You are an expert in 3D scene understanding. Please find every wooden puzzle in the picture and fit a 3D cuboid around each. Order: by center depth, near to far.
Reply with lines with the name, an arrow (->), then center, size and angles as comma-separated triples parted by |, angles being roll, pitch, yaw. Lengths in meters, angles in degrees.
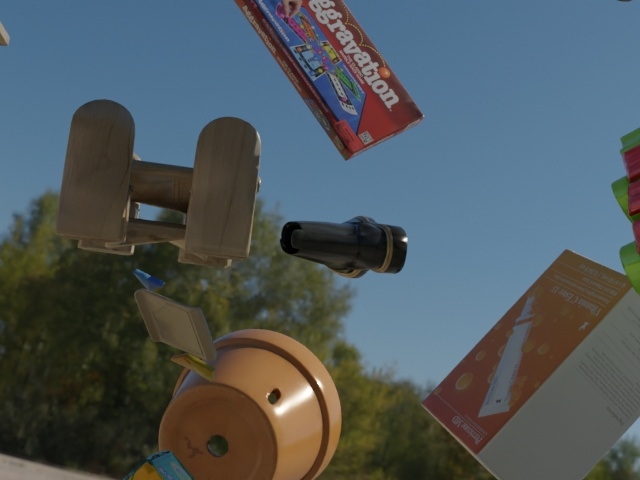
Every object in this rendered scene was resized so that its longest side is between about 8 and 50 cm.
wooden puzzle -> -0.130, 0.076, 0.961 | 0.078, 0.014, 0.116 | 19, -41, 24

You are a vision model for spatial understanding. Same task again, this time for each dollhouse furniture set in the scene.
dollhouse furniture set -> -0.266, -0.121, 1.253 | 0.393, 0.257, 0.362 | 7, -4, -7

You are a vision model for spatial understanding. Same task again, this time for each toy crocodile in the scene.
toy crocodile -> 0.399, -0.042, 1.235 | 0.115, 0.341, 0.105 | -27, -59, 28

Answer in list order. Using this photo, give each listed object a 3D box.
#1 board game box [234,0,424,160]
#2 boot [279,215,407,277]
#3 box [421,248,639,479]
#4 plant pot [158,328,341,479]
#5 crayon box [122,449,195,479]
board game box -> 0.013, -0.256, 1.489 | 0.281, 0.145, 0.027 | 56, -34, 9
boot -> 0.000, 0.000, 1.246 | 0.137, 0.077, 0.198 | 6, -8, -21
box -> 0.357, 0.209, 1.612 | 0.168, 0.345, 0.215 | 44, -3, -20
plant pot -> -0.129, 0.305, 1.718 | 0.290, 0.291, 0.203 | 12, 10, 14
crayon box -> -0.120, 0.356, 0.987 | 0.278, 0.165, 0.081 | 47, 2, 8
